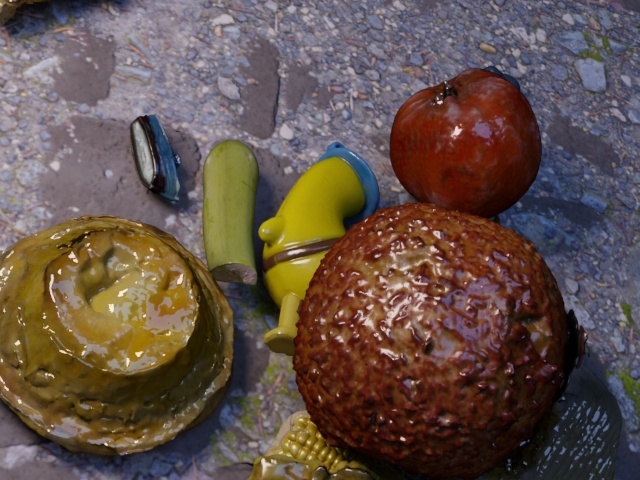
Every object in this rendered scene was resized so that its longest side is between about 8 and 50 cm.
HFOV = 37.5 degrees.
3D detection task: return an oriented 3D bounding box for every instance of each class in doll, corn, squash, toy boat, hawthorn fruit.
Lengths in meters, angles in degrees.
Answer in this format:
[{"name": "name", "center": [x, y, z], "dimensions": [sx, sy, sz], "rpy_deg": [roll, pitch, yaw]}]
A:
[{"name": "doll", "center": [0.314, -0.272, 1.674], "dimensions": [0.083, 0.050, 0.076], "rpy_deg": [32, 58, -8]}, {"name": "doll", "center": [0.000, 0.000, 1.310], "dimensions": [0.199, 0.145, 0.363], "rpy_deg": [38, 46, -33]}, {"name": "corn", "center": [0.063, 0.337, 1.180], "dimensions": [0.305, 0.122, 0.123], "rpy_deg": [42, 26, -2]}, {"name": "squash", "center": [-0.124, -0.040, 1.295], "dimensions": [0.083, 0.083, 0.250], "rpy_deg": [13, 47, -19]}, {"name": "toy boat", "center": [-0.227, -0.115, 1.323], "dimensions": [0.061, 0.060, 0.137], "rpy_deg": [12, 49, -48]}, {"name": "hawthorn fruit", "center": [0.242, -0.123, 1.473], "dimensions": [0.242, 0.242, 0.272], "rpy_deg": [-48, 120, -36]}]

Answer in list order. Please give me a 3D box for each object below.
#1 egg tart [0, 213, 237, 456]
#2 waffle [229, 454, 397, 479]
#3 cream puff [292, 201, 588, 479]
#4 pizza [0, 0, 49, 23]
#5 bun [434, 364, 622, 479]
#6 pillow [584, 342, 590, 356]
[{"name": "egg tart", "center": [-0.250, 0.098, 1.151], "dimensions": [0.341, 0.129, 0.341], "rpy_deg": [10, 61, -19]}, {"name": "waffle", "center": [-0.017, 0.389, 1.078], "dimensions": [0.300, 0.058, 0.282], "rpy_deg": [7, 86, -6]}, {"name": "cream puff", "center": [0.110, 0.111, 1.082], "dimensions": [0.228, 0.350, 0.350], "rpy_deg": [20, 48, -57]}, {"name": "pizza", "center": [-0.400, -0.475, 1.405], "dimensions": [0.277, 0.114, 0.409], "rpy_deg": [10, 60, -19]}, {"name": "bun", "center": [0.264, 0.275, 1.250], "dimensions": [0.281, 0.205, 0.282], "rpy_deg": [-7, 104, -28]}, {"name": "pillow", "center": [0.236, 0.115, 1.374], "dimensions": [0.302, 0.075, 0.185], "rpy_deg": [3, 27, -25]}]
